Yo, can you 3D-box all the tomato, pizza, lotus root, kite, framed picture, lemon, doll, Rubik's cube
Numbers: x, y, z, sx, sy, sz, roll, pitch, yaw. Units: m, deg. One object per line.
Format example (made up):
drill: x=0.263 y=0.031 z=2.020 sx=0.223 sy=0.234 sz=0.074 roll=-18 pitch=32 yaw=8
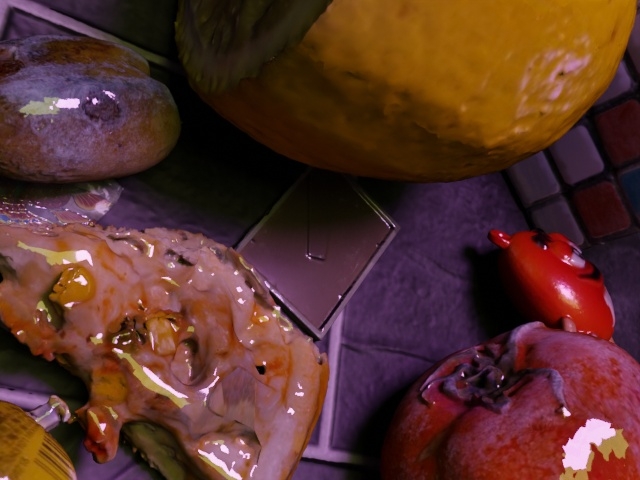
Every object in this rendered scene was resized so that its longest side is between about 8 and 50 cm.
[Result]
tomato: x=0.172 y=0.180 z=0.630 sx=0.232 sy=0.232 sz=0.188 roll=-40 pitch=114 yaw=-35
pizza: x=-0.114 y=0.070 z=0.567 sx=0.297 sy=0.071 sz=0.189 roll=46 pitch=56 yaw=-12
lotus root: x=-0.192 y=-0.091 z=0.554 sx=0.192 sy=0.088 sz=0.113 roll=-11 pitch=57 yaw=-40
kite: x=-0.230 y=0.010 z=0.549 sx=0.127 sy=0.016 sz=0.229 roll=28 pitch=61 yaw=-19
framed picture: x=0.000 y=0.000 z=0.699 sx=0.109 sy=0.011 sz=0.149 roll=47 pitch=56 yaw=-12
lemon: x=0.082 y=-0.203 z=0.623 sx=0.364 sy=0.364 sz=0.364 roll=10 pitch=70 yaw=-30
doll: x=0.249 y=0.065 z=0.778 sx=0.217 sy=0.085 sz=0.183 roll=52 pitch=18 yaw=3
Rubik's cube: x=0.346 y=-0.160 z=0.822 sx=0.256 sy=0.253 sz=0.259 roll=-24 pitch=87 yaw=-35

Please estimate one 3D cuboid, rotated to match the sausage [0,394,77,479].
sausage: x=-0.247 y=0.221 z=0.403 sx=0.123 sy=0.123 sz=0.347 roll=43 pitch=57 yaw=-14
